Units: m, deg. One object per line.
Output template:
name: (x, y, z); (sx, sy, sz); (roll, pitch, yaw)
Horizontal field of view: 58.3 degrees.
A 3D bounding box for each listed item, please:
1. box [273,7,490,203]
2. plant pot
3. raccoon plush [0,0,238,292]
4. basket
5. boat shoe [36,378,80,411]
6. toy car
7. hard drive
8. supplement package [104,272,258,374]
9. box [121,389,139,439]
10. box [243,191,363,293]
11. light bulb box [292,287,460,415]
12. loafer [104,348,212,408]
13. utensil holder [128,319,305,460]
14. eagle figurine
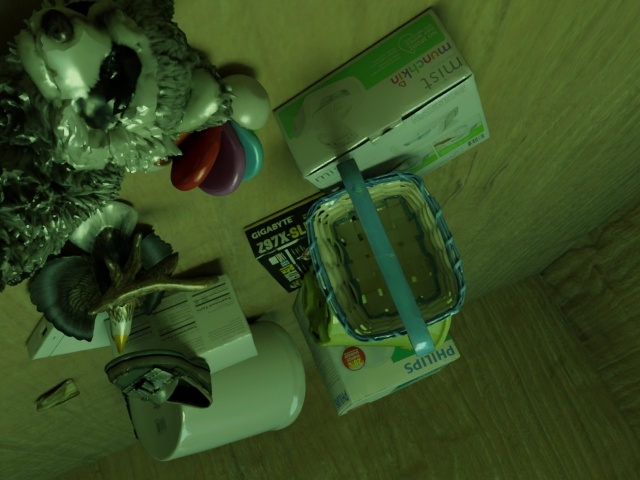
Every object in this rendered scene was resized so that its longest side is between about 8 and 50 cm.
box: (0.102, -0.172, 0.866); (0.262, 0.126, 0.231); (-30, 159, 15)
plant pot: (0.104, 0.126, 1.264); (0.254, 0.276, 0.276); (-3, 154, -21)
raccoon plush: (-0.273, -0.109, 0.619); (0.299, 0.216, 0.446); (-33, -168, -17)
basket: (0.092, 0.028, 0.812); (0.201, 0.254, 0.289); (-21, 173, 1)
boat shoe: (-0.711, 0.417, 1.544); (0.153, 0.048, 0.056); (-28, 174, 28)
toy car: (-0.142, -0.118, 0.696); (0.159, 0.136, 0.182); (-38, 157, 31)
hard drive: (-0.409, 0.162, 1.231); (0.353, 0.047, 0.233); (-5, 152, -44)
supplement package: (-0.284, 0.211, 1.219); (0.262, 0.145, 0.204); (-21, 159, -10)
box: (-0.492, 0.498, 1.800); (0.220, 0.175, 0.051); (-20, 163, -14)
box: (0.000, 0.000, 1.261); (0.257, 0.079, 0.322); (-24, 161, 2)
light bulb box: (0.154, 0.272, 1.715); (0.358, 0.361, 0.225); (-19, 160, -17)
loafer: (-0.270, 0.254, 1.026); (0.096, 0.084, 0.267); (-31, 155, 11)
utensil holder: (-0.291, 0.406, 1.604); (0.386, 0.327, 0.327); (-1, 150, -43)
eagle figurine: (-0.339, 0.076, 0.949); (0.226, 0.225, 0.298); (33, 164, -23)
